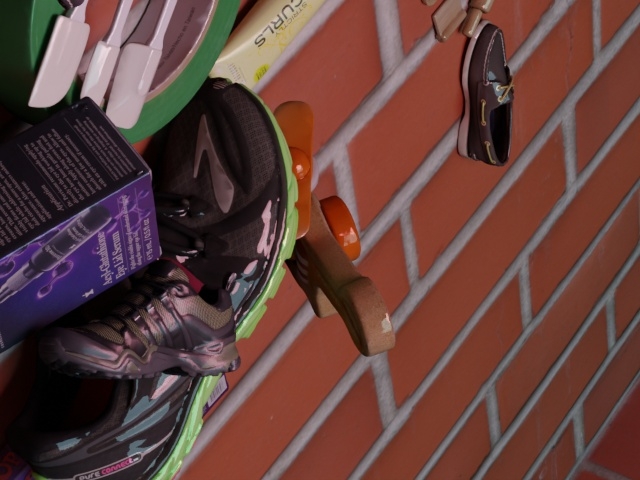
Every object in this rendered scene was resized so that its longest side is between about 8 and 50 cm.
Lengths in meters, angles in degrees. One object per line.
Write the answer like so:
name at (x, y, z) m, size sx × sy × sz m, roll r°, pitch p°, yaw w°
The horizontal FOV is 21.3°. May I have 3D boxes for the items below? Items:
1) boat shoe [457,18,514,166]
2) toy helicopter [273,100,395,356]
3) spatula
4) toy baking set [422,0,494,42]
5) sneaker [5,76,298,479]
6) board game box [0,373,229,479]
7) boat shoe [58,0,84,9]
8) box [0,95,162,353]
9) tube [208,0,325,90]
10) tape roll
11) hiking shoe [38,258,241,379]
boat shoe at (0.246, -0.209, 2.428) m, size 0.081 × 0.069 × 0.227 m, roll -42°, pitch 144°, yaw -40°
toy helicopter at (0.000, 0.000, 1.885) m, size 0.140 × 0.355 × 0.235 m, roll -19°, pitch 124°, yaw -13°
spatula at (-0.176, -0.224, 1.551) m, size 0.168 × 0.019 × 0.242 m, roll 11°, pitch 101°, yaw -57°
toy baking set at (0.209, -0.389, 2.264) m, size 0.256 × 0.030 × 0.197 m, roll -64°, pitch 153°, yaw -5°
sneaker at (-0.172, 0.043, 1.746) m, size 0.202 × 0.185 × 0.483 m, roll 37°, pitch 68°, yaw -49°
board game box at (-0.235, 0.212, 1.921) m, size 0.347 × 0.056 × 0.208 m, roll -48°, pitch 152°, yaw -32°
boat shoe at (-0.289, -0.276, 1.350) m, size 0.092 × 0.103 × 0.285 m, roll -45°, pitch 131°, yaw -2°
box at (-0.260, -0.008, 1.540) m, size 0.207 × 0.108 × 0.153 m, roll -33°, pitch 155°, yaw -18°
tube at (-0.042, -0.253, 1.894) m, size 0.070 × 0.062 × 0.240 m, roll 43°, pitch 74°, yaw -18°
tape roll at (-0.190, -0.247, 1.606) m, size 0.321 × 0.077 × 0.321 m, roll -42°, pitch 145°, yaw -39°
hiking shoe at (-0.174, 0.075, 1.624) m, size 0.227 × 0.086 × 0.114 m, roll 2°, pitch 87°, yaw -46°
